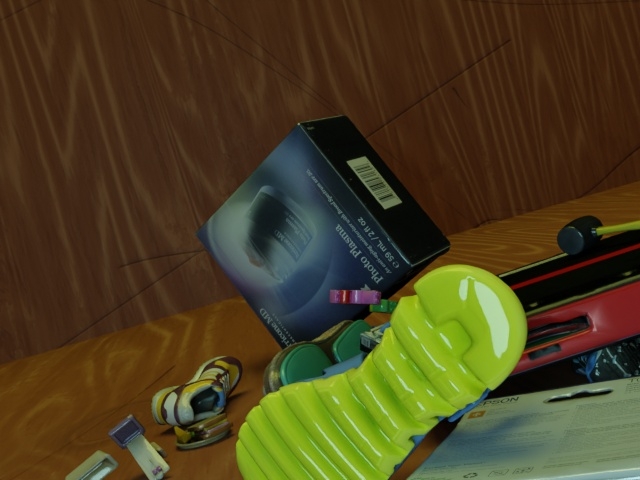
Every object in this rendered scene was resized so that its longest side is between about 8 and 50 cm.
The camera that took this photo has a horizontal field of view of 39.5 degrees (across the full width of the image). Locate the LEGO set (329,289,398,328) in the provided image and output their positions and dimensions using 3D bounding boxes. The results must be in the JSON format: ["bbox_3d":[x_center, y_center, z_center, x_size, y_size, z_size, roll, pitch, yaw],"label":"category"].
[{"bbox_3d":[0.121,0.125,1.338,0.093,0.087,0.227,-3,-8,41],"label":"LEGO set"}]

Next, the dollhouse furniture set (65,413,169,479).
[{"bbox_3d":[-0.231,0.286,1.049,0.114,0.091,0.081,-39,52,-15],"label":"dollhouse furniture set"}]

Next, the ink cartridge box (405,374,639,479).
[{"bbox_3d":[0.197,0.168,0.708,0.223,0.045,0.224,-14,3,28],"label":"ink cartridge box"}]

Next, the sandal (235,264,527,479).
[{"bbox_3d":[0.060,0.137,0.770,0.317,0.126,0.138,-38,-13,24],"label":"sandal"}]

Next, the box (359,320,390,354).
[{"bbox_3d":[0.131,0.142,1.161,0.094,0.027,0.137,-18,28,-39],"label":"box"}]

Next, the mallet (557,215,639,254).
[{"bbox_3d":[0.360,-0.015,1.020,0.062,0.039,0.189,-21,7,-38],"label":"mallet"}]

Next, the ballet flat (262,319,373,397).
[{"bbox_3d":[-0.010,0.183,1.147,0.106,0.107,0.316,-35,-10,22],"label":"ballet flat"}]

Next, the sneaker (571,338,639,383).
[{"bbox_3d":[0.299,0.129,0.931,0.073,0.063,0.162,-35,-9,25],"label":"sneaker"}]

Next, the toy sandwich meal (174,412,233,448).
[{"bbox_3d":[-0.155,0.246,1.164,0.085,0.029,0.085,-15,3,1],"label":"toy sandwich meal"}]

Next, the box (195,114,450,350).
[{"bbox_3d":[0.000,0.000,1.502,0.294,0.296,0.182,-44,-11,29],"label":"box"}]

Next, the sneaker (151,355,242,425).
[{"bbox_3d":[-0.159,0.225,1.314,0.084,0.070,0.185,-2,16,35],"label":"sneaker"}]

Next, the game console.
[{"bbox_3d":[0.272,0.064,0.994,0.386,0.060,0.342,-19,2,6],"label":"game console"}]
